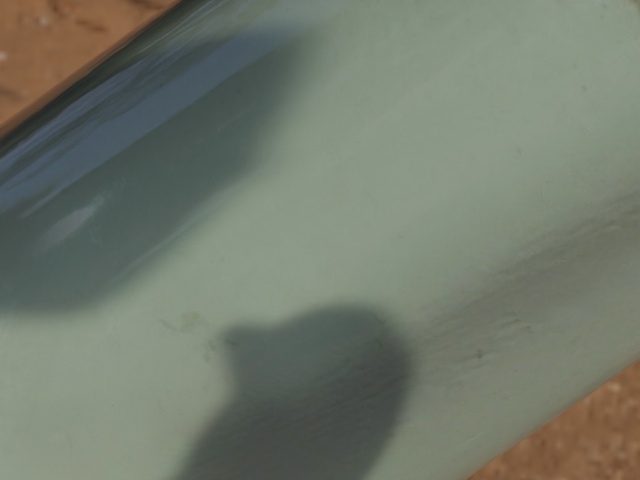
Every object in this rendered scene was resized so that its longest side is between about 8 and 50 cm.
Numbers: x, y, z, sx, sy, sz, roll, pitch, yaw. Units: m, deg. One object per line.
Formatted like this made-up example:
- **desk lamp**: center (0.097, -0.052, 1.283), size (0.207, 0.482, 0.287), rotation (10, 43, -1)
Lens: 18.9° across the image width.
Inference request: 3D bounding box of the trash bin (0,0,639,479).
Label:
- **trash bin**: center (0.000, 0.000, 0.891), size (0.432, 0.280, 0.280), rotation (-35, 10, 24)
